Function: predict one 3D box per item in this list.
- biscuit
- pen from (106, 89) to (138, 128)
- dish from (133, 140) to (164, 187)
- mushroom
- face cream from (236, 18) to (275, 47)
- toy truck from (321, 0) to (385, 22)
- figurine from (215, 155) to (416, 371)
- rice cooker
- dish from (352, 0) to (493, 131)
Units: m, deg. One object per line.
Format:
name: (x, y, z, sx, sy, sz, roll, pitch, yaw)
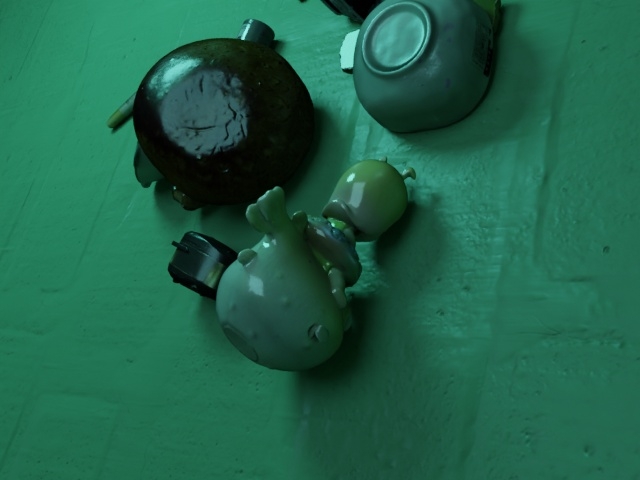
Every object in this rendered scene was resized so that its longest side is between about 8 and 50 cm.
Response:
biscuit: (0.171, -0.364, 1.493, 0.323, 0.038, 0.099, -8, 63, 37)
pen: (-0.420, -0.346, 1.979, 0.233, 0.032, 0.040, -38, 22, 15)
dish: (-0.312, -0.214, 1.739, 0.246, 0.078, 0.224, -75, -3, -57)
mushroom: (-0.178, -0.225, 1.552, 0.345, 0.345, 0.239, -52, 5, 0)
face cream: (-0.178, -0.323, 1.732, 0.073, 0.073, 0.283, 7, 68, 42)
toy truck: (0.121, -0.590, 1.601, 0.178, 0.176, 0.363, 22, 78, 54)
figurine: (0.000, 0.000, 1.267, 0.227, 0.274, 0.394, 23, 61, 42)
rice cooker: (-0.199, 0.047, 1.483, 0.165, 0.112, 0.106, 14, 79, 45)
dish: (0.153, -0.309, 1.384, 0.256, 0.117, 0.256, -12, 69, 34)
